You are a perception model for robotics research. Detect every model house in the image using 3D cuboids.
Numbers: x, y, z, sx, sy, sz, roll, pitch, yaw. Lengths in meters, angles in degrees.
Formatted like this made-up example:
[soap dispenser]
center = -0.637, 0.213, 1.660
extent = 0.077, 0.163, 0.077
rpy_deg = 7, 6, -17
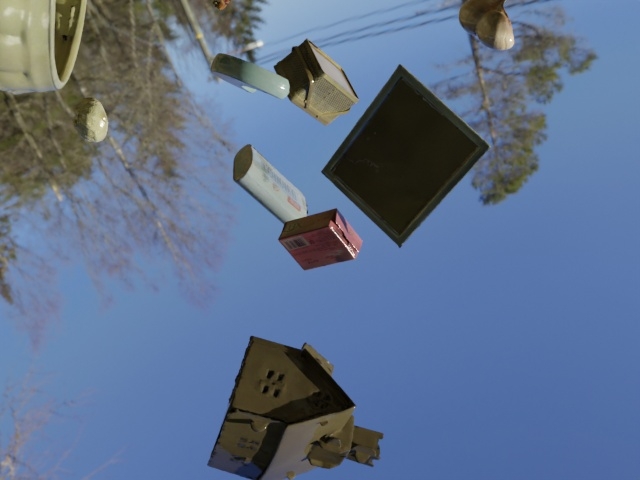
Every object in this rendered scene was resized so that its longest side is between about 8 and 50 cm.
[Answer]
[model house]
center = -0.020, 0.266, 1.099
extent = 0.243, 0.211, 0.204
rpy_deg = 19, -134, -4

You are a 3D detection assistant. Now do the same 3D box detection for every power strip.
[power strip]
center = -0.188, -0.404, 1.747
extent = 0.253, 0.167, 0.054
rpy_deg = 31, -82, 58

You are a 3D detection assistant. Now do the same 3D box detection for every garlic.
[garlic]
center = 0.407, -0.517, 1.706
extent = 0.124, 0.099, 0.174
rpy_deg = -10, -136, -17

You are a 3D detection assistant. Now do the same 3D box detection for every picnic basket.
[picnic basket]
center = -0.011, -0.493, 2.246
extent = 0.139, 0.165, 0.266
rpy_deg = -34, 154, 20

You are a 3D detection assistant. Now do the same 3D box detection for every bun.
[bun]
center = -0.437, -0.225, 1.347
extent = 0.054, 0.086, 0.086
rpy_deg = -15, -162, -32

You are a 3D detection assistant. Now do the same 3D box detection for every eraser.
[eraser]
center = -0.140, -0.149, 2.001
extent = 0.081, 0.227, 0.174
rpy_deg = -40, -151, 16

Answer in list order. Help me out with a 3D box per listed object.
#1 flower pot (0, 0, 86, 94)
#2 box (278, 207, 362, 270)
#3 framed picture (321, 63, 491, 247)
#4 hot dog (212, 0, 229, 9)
[flower pot]
center = -0.433, -0.348, 0.904
extent = 0.244, 0.308, 0.307
rpy_deg = 9, -160, -12
[box]
center = 0.000, 0.000, 1.517
extent = 0.156, 0.111, 0.060
rpy_deg = -12, -141, 36
[framed picture]
center = 0.156, -0.156, 1.380
extent = 0.293, 0.231, 0.018
rpy_deg = -51, 171, 37
[hot dog]
center = -0.115, -0.383, 1.025
extent = 0.122, 0.037, 0.049
rpy_deg = -56, -152, 0
